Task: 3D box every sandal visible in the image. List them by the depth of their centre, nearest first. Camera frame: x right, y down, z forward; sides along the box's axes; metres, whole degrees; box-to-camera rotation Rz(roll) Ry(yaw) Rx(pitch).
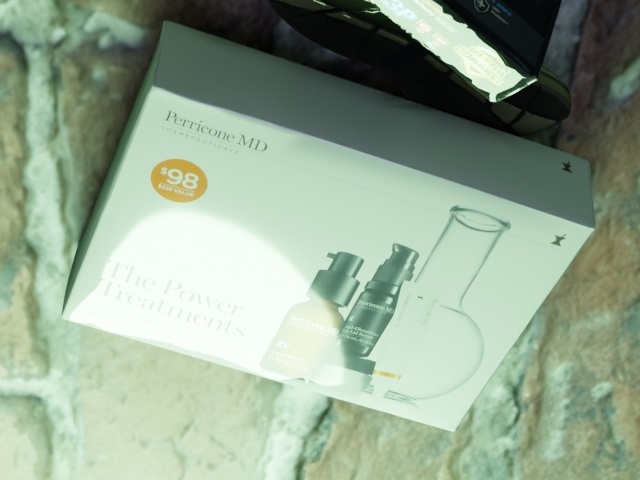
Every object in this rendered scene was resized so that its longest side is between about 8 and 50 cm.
[{"bbox_3d":[0.092,-0.170,1.302,0.303,0.086,0.120,30,148,-31],"label":"sandal"}]

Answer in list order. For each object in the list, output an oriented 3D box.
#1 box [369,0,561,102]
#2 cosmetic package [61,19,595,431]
[{"bbox_3d":[0.091,-0.235,1.222,0.220,0.175,0.051,37,142,-21],"label":"box"},{"bbox_3d":[0.000,0.000,1.374,0.377,0.097,0.284,17,131,-12],"label":"cosmetic package"}]
